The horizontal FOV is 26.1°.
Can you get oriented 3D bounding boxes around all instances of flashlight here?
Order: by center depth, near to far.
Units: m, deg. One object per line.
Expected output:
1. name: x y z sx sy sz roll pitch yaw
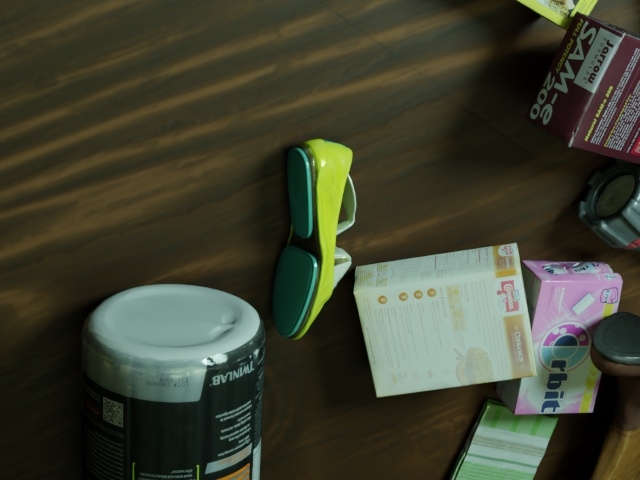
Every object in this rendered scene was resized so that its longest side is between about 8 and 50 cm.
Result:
1. flashlight: 0.440 0.018 1.637 0.304 0.103 0.103 35 98 -26

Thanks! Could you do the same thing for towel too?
1. towel: 0.223 0.275 1.728 0.113 0.023 0.152 15 105 -25

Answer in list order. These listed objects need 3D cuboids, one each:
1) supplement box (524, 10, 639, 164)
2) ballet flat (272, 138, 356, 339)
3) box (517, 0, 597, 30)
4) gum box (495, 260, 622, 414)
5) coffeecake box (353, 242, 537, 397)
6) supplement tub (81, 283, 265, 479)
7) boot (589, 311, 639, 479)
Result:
1. supplement box: 0.340 -0.155 1.499 0.239 0.073 0.130 9 111 -46
2. ballet flat: 0.000 0.000 1.509 0.077 0.077 0.231 -8 114 -33
3. box: 0.176 -0.297 1.426 0.232 0.087 0.058 24 105 -26
4. gum box: 0.284 0.112 1.650 0.107 0.062 0.188 1 112 -18
5. coffeecake box: 0.142 0.091 1.560 0.186 0.068 0.142 -8 116 9
6. supplement tub: -0.160 0.222 1.482 0.194 0.193 0.316 -3 113 -17
7. boot: 0.358 0.222 1.671 0.264 0.096 0.280 -8 124 -57
